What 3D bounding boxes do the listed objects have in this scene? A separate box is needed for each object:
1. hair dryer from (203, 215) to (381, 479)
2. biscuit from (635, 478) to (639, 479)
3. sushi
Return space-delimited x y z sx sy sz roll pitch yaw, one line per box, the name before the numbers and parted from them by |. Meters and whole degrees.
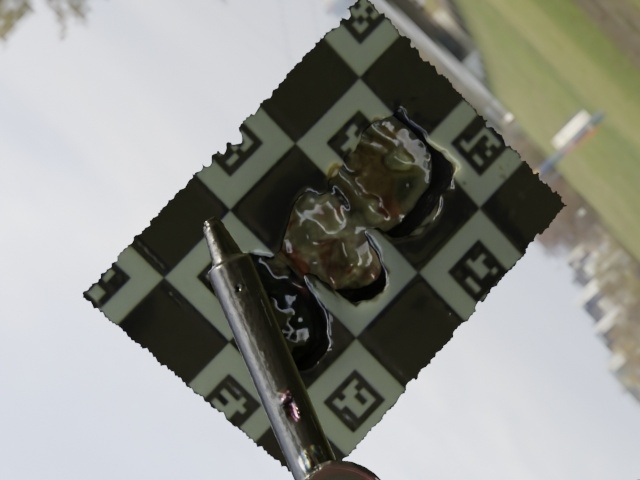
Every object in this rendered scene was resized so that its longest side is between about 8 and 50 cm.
hair dryer | -0.028 0.103 1.037 0.114 0.070 0.248 104 141 -77
biscuit | 0.296 0.141 0.981 0.131 0.237 0.026 17 -126 -28
sushi | 0.000 0.000 1.505 0.296 0.373 0.100 43 174 -17
